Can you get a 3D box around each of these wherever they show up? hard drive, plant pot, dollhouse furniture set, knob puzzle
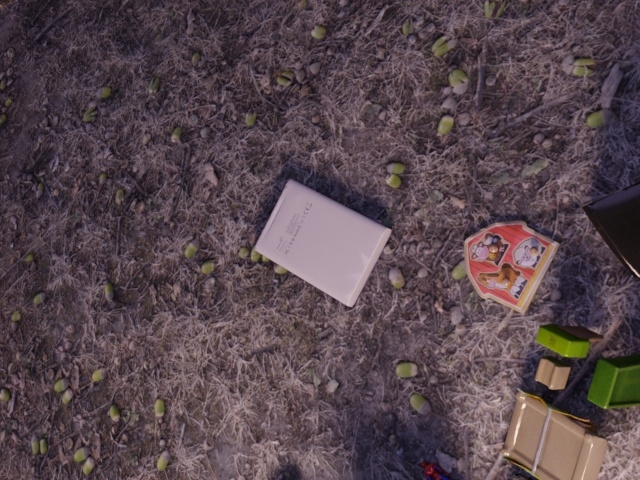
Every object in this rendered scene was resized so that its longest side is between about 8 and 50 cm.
[{"bbox_3d":[0.000,0.000,1.820,0.318,0.040,0.210,29,94,31],"label":"hard drive"},{"bbox_3d":[0.635,-0.027,1.397,0.187,0.188,0.167,-26,79,22],"label":"plant pot"},{"bbox_3d":[0.512,0.337,1.443,0.197,0.151,0.302,29,112,51],"label":"dollhouse furniture set"},{"bbox_3d":[0.398,0.041,1.594,0.213,0.030,0.213,-7,75,28],"label":"knob puzzle"}]

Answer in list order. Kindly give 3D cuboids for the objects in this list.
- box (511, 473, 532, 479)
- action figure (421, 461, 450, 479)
[{"bbox_3d":[0.460,0.587,1.423,0.233,0.044,0.159,23,90,31],"label":"box"},{"bbox_3d":[0.261,0.516,1.562,0.115,0.030,0.038,37,92,35],"label":"action figure"}]
